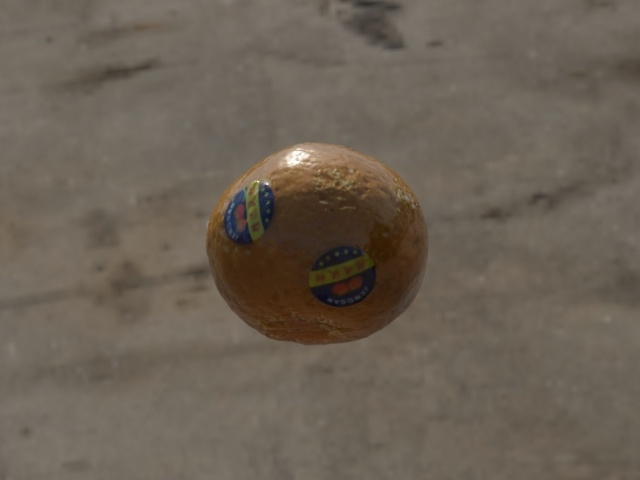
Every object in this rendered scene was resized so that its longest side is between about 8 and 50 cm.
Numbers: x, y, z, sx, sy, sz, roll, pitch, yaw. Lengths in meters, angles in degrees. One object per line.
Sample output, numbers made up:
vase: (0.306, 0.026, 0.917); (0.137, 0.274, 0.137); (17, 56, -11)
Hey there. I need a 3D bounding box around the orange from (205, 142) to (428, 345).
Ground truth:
orange: (-0.002, 0.003, 1.442); (0.178, 0.177, 0.155); (-7, 61, -2)
